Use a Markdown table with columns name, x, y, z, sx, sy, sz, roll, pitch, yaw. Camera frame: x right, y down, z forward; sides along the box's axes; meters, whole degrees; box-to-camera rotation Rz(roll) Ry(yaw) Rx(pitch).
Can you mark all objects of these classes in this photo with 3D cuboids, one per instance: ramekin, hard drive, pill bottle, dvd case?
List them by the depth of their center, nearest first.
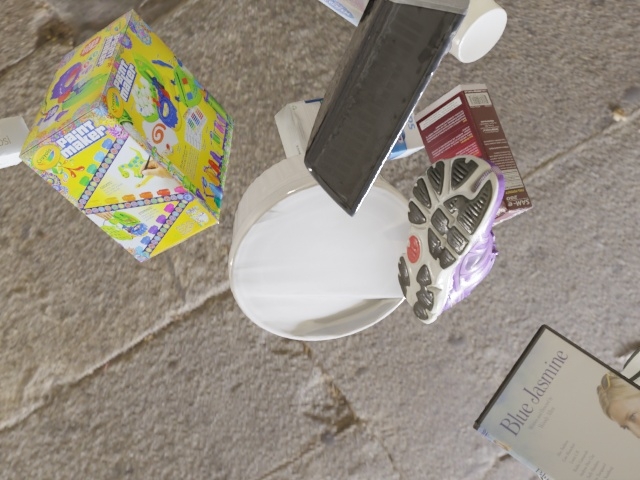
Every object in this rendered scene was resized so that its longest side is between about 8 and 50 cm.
| name | x | y | z | sx | sy | sz | roll | pitch | yaw |
| --- | --- | --- | --- | --- | --- | --- | --- | --- | --- |
| hard drive | 0.053 | -0.147 | 0.591 | 0.054 | 0.254 | 0.172 | 25 | 125 | -5 |
| dvd case | 0.343 | 0.239 | 1.043 | 0.253 | 0.180 | 0.022 | 34 | 152 | 16 |
| ramekin | 0.000 | 0.000 | 1.158 | 0.273 | 0.127 | 0.272 | -7 | 126 | -9 |
| pill bottle | 0.158 | -0.345 | 1.160 | 0.118 | 0.208 | 0.117 | -31 | 152 | -18 |

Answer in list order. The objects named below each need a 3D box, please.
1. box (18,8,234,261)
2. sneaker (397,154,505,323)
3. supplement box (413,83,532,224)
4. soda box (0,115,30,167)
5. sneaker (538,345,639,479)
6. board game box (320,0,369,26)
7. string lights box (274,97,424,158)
| name | x | y | z | sx | sy | sz | roll | pitch | yaw |
| --- | --- | --- | --- | --- | --- | --- | --- | --- | --- |
| box | -0.308 | -0.177 | 1.404 | 0.177 | 0.290 | 0.279 | -25 | 128 | 23 |
| sneaker | 0.107 | -0.006 | 0.638 | 0.071 | 0.068 | 0.170 | -21 | 150 | -22 |
| supplement box | 0.267 | -0.142 | 1.471 | 0.073 | 0.130 | 0.239 | -10 | 77 | -38 |
| soda box | -0.594 | -0.152 | 1.404 | 0.074 | 0.216 | 0.069 | -25 | 92 | 35 |
| sneaker | 0.547 | 0.290 | 1.274 | 0.448 | 0.257 | 0.169 | -31 | 119 | 8 |
| board game box | 0.141 | -0.521 | 1.481 | 0.319 | 0.066 | 0.318 | 34 | 80 | -7 |
| string lights box | 0.058 | -0.208 | 1.582 | 0.260 | 0.077 | 0.133 | -14 | 85 | -27 |
